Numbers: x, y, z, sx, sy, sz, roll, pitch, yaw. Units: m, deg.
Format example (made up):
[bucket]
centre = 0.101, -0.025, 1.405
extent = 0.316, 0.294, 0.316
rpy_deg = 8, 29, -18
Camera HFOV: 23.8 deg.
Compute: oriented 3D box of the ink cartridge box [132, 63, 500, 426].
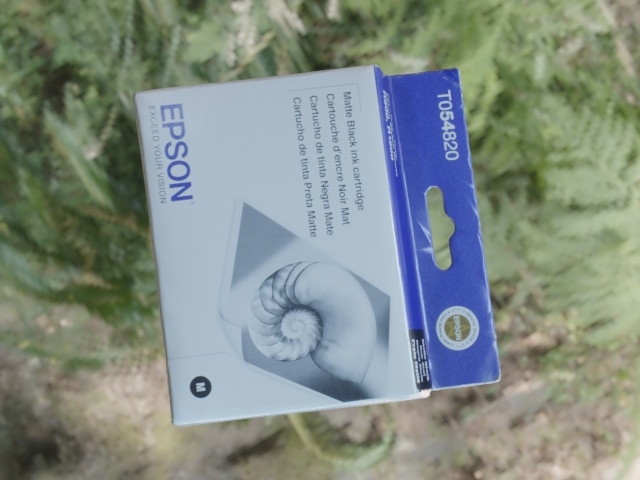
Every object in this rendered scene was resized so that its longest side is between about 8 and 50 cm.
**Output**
[ink cartridge box]
centre = 0.000, 0.000, 0.996
extent = 0.223, 0.223, 0.045
rpy_deg = -8, 175, -5
